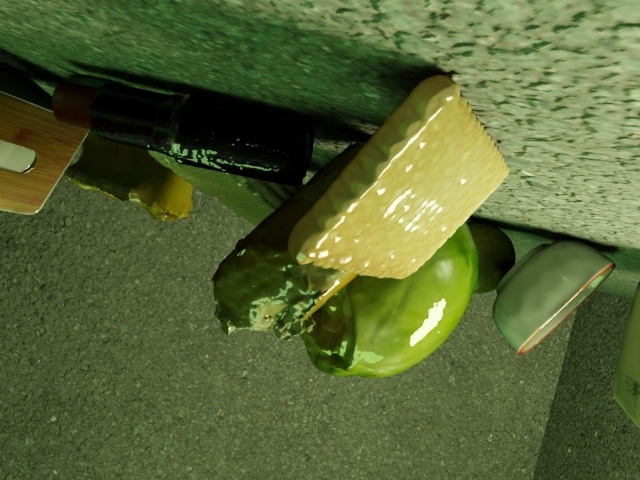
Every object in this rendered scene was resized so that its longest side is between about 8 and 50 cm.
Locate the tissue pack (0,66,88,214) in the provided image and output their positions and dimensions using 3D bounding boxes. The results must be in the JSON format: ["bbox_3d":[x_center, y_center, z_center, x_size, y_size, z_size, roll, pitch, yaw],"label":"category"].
[{"bbox_3d":[-0.459,-0.149,0.740,0.136,0.159,0.246,39,-171,19],"label":"tissue pack"}]

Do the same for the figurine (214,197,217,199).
[{"bbox_3d":[-0.203,-0.125,1.354,0.205,0.103,0.260,12,169,40],"label":"figurine"}]

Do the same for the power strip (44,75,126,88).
[{"bbox_3d":[-0.275,-0.175,0.777,0.137,0.044,0.216,16,180,15],"label":"power strip"}]

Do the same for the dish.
[{"bbox_3d":[0.416,0.090,1.081,0.117,0.256,0.256,47,-165,25],"label":"dish"}]

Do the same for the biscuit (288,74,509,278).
[{"bbox_3d":[0.078,-0.034,0.481,0.030,0.160,0.249,48,-165,23],"label":"biscuit"}]

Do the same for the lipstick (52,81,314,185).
[{"bbox_3d":[-0.154,-0.124,0.637,0.299,0.081,0.081,13,180,7],"label":"lipstick"}]

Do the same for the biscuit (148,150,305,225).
[{"bbox_3d":[-0.110,-0.088,0.912,0.143,0.079,0.426,13,171,16],"label":"biscuit"}]

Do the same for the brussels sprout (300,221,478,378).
[{"bbox_3d":[0.072,0.044,0.881,0.344,0.344,0.268,15,147,56],"label":"brussels sprout"}]

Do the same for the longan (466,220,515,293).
[{"bbox_3d":[0.301,0.032,1.157,0.176,0.145,0.155,8,148,50],"label":"longan"}]

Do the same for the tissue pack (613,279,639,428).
[{"bbox_3d":[0.663,0.201,1.024,0.207,0.297,0.380,12,177,22],"label":"tissue pack"}]

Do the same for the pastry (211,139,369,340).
[{"bbox_3d":[-0.002,0.001,0.650,0.121,0.257,0.236,48,-144,-5],"label":"pastry"}]

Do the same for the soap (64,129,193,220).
[{"bbox_3d":[-0.304,-0.119,1.170,0.304,0.169,0.338,15,-179,-43],"label":"soap"}]
